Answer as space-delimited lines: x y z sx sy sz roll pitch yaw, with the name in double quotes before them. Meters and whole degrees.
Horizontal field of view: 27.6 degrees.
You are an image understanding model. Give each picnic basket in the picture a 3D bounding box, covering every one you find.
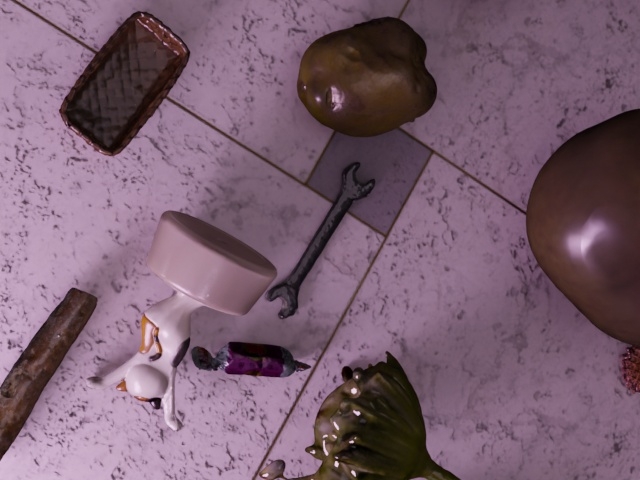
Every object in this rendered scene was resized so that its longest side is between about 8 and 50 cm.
"picnic basket" -0.267 -0.211 1.764 0.110 0.055 0.193 40 78 -18

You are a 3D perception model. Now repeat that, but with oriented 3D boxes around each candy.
"candy" -0.095 0.168 1.845 0.175 0.045 0.043 6 123 -21

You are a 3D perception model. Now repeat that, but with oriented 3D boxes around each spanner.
"spanner" 0.000 0.000 1.888 0.054 0.015 0.254 35 80 -18

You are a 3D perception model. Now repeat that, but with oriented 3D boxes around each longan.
"longan" 0.482 -0.014 1.916 0.361 0.361 0.361 -1 92 -20

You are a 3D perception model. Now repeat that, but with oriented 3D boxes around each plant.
"plant" 0.117 0.320 1.854 0.333 0.180 0.251 36 68 -20

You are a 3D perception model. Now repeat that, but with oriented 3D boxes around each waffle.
"waffle" 0.513 0.203 2.073 0.075 0.029 0.083 -21 101 -16

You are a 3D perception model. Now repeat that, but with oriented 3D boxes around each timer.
"timer" -0.196 0.113 1.764 0.175 0.175 0.266 27 96 -19

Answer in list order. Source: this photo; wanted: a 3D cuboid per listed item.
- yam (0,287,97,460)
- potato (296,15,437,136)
"yam" -0.387 0.183 1.728 0.061 0.061 0.274 34 79 -17
"potato" 0.067 -0.229 1.848 0.200 0.137 0.154 -15 66 -19
